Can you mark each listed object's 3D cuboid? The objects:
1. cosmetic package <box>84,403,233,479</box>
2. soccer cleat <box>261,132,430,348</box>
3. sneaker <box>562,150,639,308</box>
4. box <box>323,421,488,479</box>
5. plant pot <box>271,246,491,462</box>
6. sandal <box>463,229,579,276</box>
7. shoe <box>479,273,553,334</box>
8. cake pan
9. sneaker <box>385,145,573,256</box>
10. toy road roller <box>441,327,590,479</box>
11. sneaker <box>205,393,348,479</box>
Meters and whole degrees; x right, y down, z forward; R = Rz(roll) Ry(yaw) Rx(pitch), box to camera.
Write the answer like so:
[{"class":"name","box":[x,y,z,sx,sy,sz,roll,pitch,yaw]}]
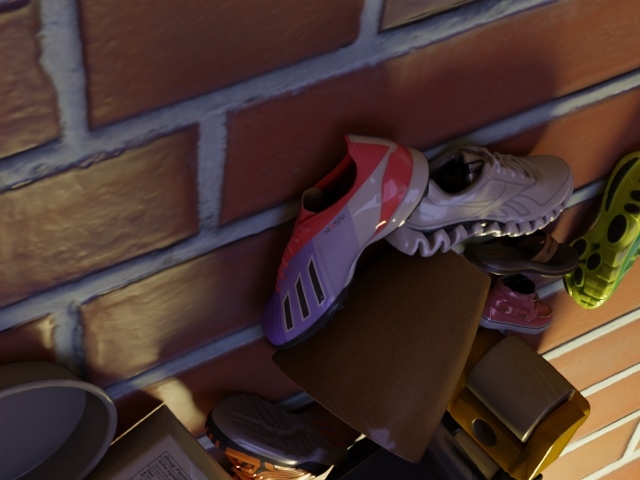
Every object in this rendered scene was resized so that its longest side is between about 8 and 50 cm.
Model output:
[{"class":"cosmetic package","box":[-0.272,0.377,1.720,0.309,0.113,0.160,-37,107,1]},{"class":"soccer cleat","box":[0.000,0.000,1.589,0.116,0.108,0.318,21,123,-29]},{"class":"sneaker","box":[0.463,-0.008,1.997,0.124,0.109,0.295,-6,137,-33]},{"class":"box","box":[0.162,0.419,1.985,0.183,0.294,0.296,-40,177,10]},{"class":"plant pot","box":[0.103,0.119,1.738,0.254,0.237,0.237,-55,146,2]},{"class":"sandal","box":[0.296,0.010,1.905,0.219,0.090,0.060,3,109,-37]},{"class":"shoe","box":[0.313,0.094,2.026,0.178,0.063,0.081,5,134,-42]},{"class":"cake pan","box":[-0.384,0.247,1.564,0.293,0.054,0.293,-25,146,-18]},{"class":"sneaker","box":[0.214,-0.069,1.692,0.292,0.110,0.118,-16,134,-30]},{"class":"toy road roller","box":[0.334,0.262,2.152,0.241,0.202,0.329,-32,155,-31]},{"class":"sneaker","box":[-0.095,0.327,1.879,0.180,0.124,0.321,-45,147,11]}]
